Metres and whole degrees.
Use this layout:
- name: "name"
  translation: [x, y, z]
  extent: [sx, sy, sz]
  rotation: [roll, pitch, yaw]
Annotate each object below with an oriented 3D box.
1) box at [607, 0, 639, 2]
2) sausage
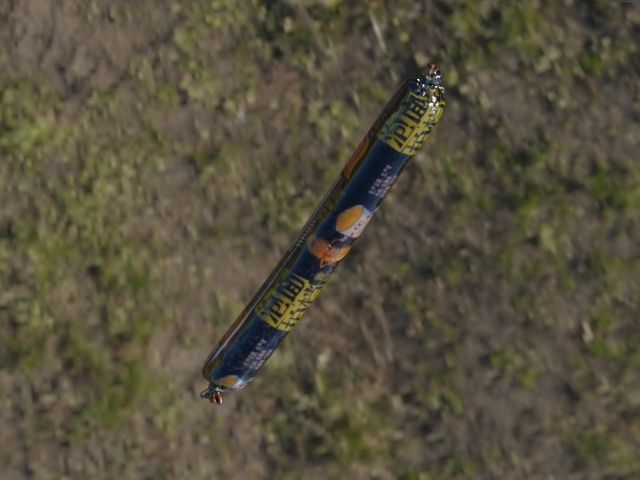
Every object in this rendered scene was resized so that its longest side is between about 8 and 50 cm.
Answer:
- name: "box"
  translation: [0.105, -0.110, 0.588]
  extent: [0.106, 0.105, 0.037]
  rotation: [-11, 121, -4]
- name: "sausage"
  translation: [0.000, 0.000, 0.874]
  extent: [0.198, 0.025, 0.028]
  rotation: [-55, 154, 18]
